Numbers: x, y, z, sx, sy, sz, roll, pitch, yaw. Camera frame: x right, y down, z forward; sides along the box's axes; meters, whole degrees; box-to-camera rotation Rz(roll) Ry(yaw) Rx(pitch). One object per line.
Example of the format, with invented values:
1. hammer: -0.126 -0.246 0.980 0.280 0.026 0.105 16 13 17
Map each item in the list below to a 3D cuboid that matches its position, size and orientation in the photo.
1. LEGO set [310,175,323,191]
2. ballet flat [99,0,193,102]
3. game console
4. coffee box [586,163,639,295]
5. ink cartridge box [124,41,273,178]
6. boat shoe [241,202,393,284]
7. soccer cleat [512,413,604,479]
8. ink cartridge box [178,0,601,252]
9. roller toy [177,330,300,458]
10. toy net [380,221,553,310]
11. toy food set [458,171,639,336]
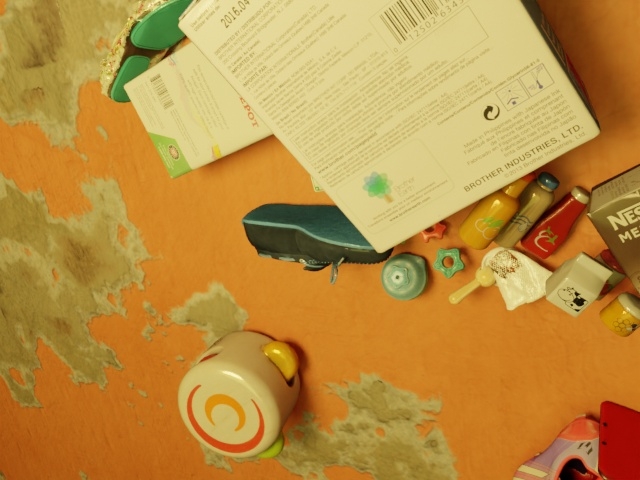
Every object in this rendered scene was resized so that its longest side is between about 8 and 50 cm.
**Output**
1. LEGO set: 0.046 -0.201 0.714 0.182 0.060 0.244 -11 110 20
2. ballet flat: -0.264 -0.302 0.801 0.241 0.091 0.077 -35 71 32
3. game console: 0.408 0.291 0.676 0.085 0.144 0.124 -13 106 34
4. coffee box: 0.419 -0.043 0.537 0.246 0.098 0.141 -31 96 36
5. ink cartridge box: -0.153 -0.200 0.779 0.212 0.093 0.154 -16 105 35
6. boat shoe: 0.000 0.000 0.802 0.258 0.109 0.089 14 128 41
7. soccer cleat: 0.332 0.347 0.769 0.083 0.095 0.248 28 128 14
8. ink cartridge box: 0.054 -0.215 0.550 0.270 0.151 0.395 -31 115 30
9. roller toy: -0.139 0.264 0.963 0.191 0.146 0.210 12 113 13
10. toy net: 0.192 0.029 0.736 0.232 0.045 0.122 3 87 25
11. toy food set: 0.288 0.001 0.623 0.232 0.111 0.105 33 123 3
